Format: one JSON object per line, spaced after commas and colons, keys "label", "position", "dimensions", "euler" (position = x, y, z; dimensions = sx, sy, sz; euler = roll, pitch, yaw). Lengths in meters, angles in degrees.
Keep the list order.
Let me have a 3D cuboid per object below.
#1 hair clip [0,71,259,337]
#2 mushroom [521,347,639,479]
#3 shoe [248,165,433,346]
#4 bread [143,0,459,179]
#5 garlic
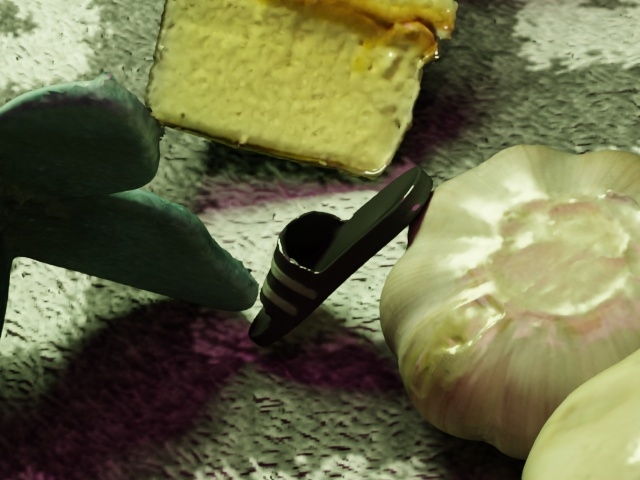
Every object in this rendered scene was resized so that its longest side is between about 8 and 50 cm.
{"label": "hair clip", "position": [-0.260, 0.010, 1.054], "dimensions": [0.392, 0.318, 0.238], "euler": [25, 70, 5]}
{"label": "mushroom", "position": [0.272, 0.154, 0.870], "dimensions": [0.314, 0.336, 0.314], "euler": [11, 51, -14]}
{"label": "shoe", "position": [0.000, 0.000, 1.142], "dimensions": [0.049, 0.179, 0.071], "euler": [40, 37, -12]}
{"label": "bread", "position": [-0.003, -0.172, 1.217], "dimensions": [0.178, 0.135, 0.240], "euler": [18, 101, 19]}
{"label": "garlic", "position": [0.150, 0.042, 1.097], "dimensions": [0.227, 0.152, 0.228], "euler": [-5, 53, 7]}
